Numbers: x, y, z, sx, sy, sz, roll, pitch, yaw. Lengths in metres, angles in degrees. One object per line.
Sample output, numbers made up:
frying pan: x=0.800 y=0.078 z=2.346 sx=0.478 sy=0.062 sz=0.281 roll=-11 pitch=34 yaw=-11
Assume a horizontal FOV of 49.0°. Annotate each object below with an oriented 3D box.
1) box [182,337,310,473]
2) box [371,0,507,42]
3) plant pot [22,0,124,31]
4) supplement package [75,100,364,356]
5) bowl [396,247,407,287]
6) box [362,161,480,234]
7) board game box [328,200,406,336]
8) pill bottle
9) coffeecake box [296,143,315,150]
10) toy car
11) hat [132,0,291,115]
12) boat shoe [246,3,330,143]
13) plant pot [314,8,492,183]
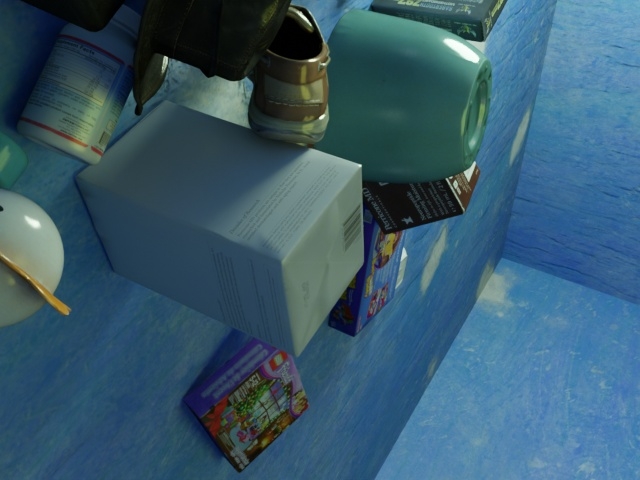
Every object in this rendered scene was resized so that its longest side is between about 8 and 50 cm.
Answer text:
box: x=-0.129 y=0.312 z=1.346 sx=0.201 sy=0.057 sz=0.293 roll=-41 pitch=148 yaw=-19
box: x=0.240 y=-0.480 z=1.355 sx=0.184 sy=0.232 sz=0.059 roll=-60 pitch=149 yaw=-22
plant pot: x=-0.221 y=-0.288 z=0.571 sx=0.188 sy=0.187 sz=0.167 roll=-62 pitch=170 yaw=-18
supplement package: x=-0.114 y=-0.023 z=0.864 sx=0.175 sy=0.292 sz=0.178 roll=-53 pitch=153 yaw=-34
bowl: x=0.196 y=0.087 z=1.966 sx=0.142 sy=0.053 sz=0.142 roll=-38 pitch=143 yaw=-54
box: x=0.206 y=-0.142 z=1.508 sx=0.169 sy=0.203 sz=0.167 roll=56 pitch=40 yaw=-23
board game box: x=0.128 y=0.032 z=1.731 sx=0.233 sy=0.078 sz=0.347 roll=-35 pitch=140 yaw=-53
pill bottle: x=-0.241 y=-0.166 z=0.727 sx=0.160 sy=0.087 sz=0.087 roll=-68 pitch=157 yaw=-6
coffeecake box: x=-0.010 y=-0.222 z=1.221 sx=0.186 sy=0.068 sz=0.142 roll=-66 pitch=157 yaw=-9
toy car: x=-0.293 y=-0.008 z=0.548 sx=0.219 sy=0.237 sz=0.210 roll=-60 pitch=156 yaw=-22
hat: x=-0.088 y=-0.268 z=0.727 sx=0.331 sy=0.133 sz=0.332 roll=-162 pitch=-90 yaw=-79
boat shoe: x=-0.040 y=-0.248 z=0.904 sx=0.324 sy=0.123 sz=0.117 roll=-106 pitch=-161 yaw=-50
plant pot: x=0.154 y=-0.228 z=1.187 sx=0.293 sy=0.235 sz=0.293 roll=13 pitch=90 yaw=-69
